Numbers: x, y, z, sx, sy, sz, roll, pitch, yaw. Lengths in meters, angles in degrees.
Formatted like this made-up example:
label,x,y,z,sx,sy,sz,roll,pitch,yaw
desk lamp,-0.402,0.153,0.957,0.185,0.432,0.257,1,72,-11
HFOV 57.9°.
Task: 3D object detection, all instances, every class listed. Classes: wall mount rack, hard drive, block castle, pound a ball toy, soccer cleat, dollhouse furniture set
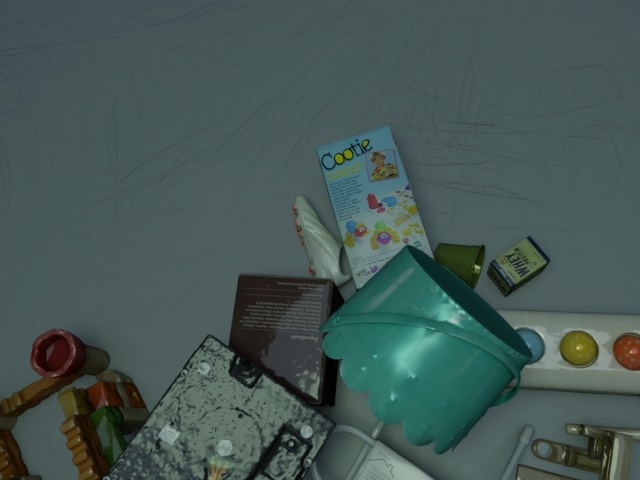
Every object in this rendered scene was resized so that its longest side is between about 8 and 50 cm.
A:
label,x,y,z,sx,sy,sz,roll,pitch,yaw
wall mount rack,0.171,0.373,0.923,0.350,0.130,0.304,29,83,22
hard drive,-0.165,0.340,0.830,0.237,0.064,0.339,33,75,6
block castle,-0.444,0.406,0.973,0.303,0.213,0.453,-32,70,-2
pound a ball toy,0.430,0.220,0.928,0.319,0.136,0.208,2,73,11
soccer cleat,0.000,0.000,1.110,0.076,0.068,0.196,-18,77,-2
dollhouse furniture set,0.378,0.350,0.883,0.123,0.151,0.144,11,77,13

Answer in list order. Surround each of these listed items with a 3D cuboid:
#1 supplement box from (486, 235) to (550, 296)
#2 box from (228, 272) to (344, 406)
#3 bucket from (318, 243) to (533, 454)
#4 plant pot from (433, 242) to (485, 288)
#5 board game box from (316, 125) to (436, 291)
label,x,y,z,sx,sy,sz,roll,pitch,yaw
supplement box,0.348,0.047,1.024,0.083,0.083,0.056,-34,69,-1
box,-0.056,0.176,1.005,0.167,0.168,0.203,4,72,10
bucket,0.159,0.151,0.855,0.281,0.281,0.183,44,104,19
plant pot,0.248,0.039,1.053,0.079,0.083,0.083,15,75,26
board game box,0.101,-0.043,1.062,0.144,0.142,0.275,-16,71,4
